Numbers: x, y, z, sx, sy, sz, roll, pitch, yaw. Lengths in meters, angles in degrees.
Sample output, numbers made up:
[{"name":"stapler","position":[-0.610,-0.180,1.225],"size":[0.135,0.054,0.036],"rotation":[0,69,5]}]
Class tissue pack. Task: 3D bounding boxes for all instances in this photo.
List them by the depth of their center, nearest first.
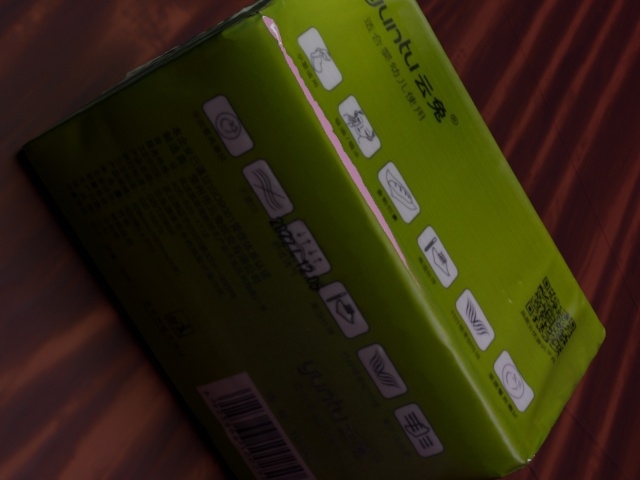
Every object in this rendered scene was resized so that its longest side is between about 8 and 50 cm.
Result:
[{"name":"tissue pack","position":[0.000,0.000,0.812],"size":[0.274,0.200,0.167],"rotation":[59,37,-10]}]
